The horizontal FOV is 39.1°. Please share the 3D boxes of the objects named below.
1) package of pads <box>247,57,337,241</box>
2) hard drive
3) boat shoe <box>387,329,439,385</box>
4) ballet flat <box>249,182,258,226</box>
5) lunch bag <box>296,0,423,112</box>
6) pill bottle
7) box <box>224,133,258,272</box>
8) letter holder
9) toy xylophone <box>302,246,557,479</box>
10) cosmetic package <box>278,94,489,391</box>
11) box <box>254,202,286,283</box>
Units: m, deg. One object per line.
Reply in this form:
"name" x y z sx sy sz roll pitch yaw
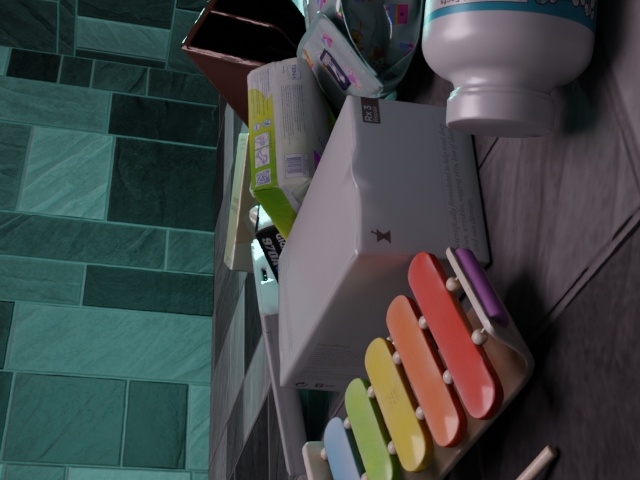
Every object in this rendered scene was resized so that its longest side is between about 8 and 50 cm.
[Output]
"package of pads" -0.016 -0.099 1.338 0.296 0.101 0.229 60 -159 -57
"hard drive" -0.070 0.204 1.584 0.233 0.047 0.353 -105 6 -58
"boat shoe" 0.112 0.202 1.015 0.079 0.084 0.233 -24 -60 -60
"ballet flat" -0.079 -0.088 1.790 0.116 0.124 0.342 71 -167 -56
"lunch bag" 0.058 -0.310 1.261 0.223 0.160 0.262 153 116 -77
"pill bottle" 0.166 -0.226 0.777 0.146 0.146 0.264 180 95 -77
"box" -0.139 -0.085 2.076 0.148 0.121 0.311 -159 75 -76
"letter holder" -0.047 -0.273 1.503 0.152 0.214 0.302 -61 -32 -13
"toy xylophone" 0.102 0.173 0.864 0.322 0.081 0.236 -62 29 21
"cosmetic package" 0.057 0.024 1.120 0.385 0.156 0.217 119 153 -57
"box" -0.041 0.029 1.472 0.175 0.051 0.220 -90 -21 -61
